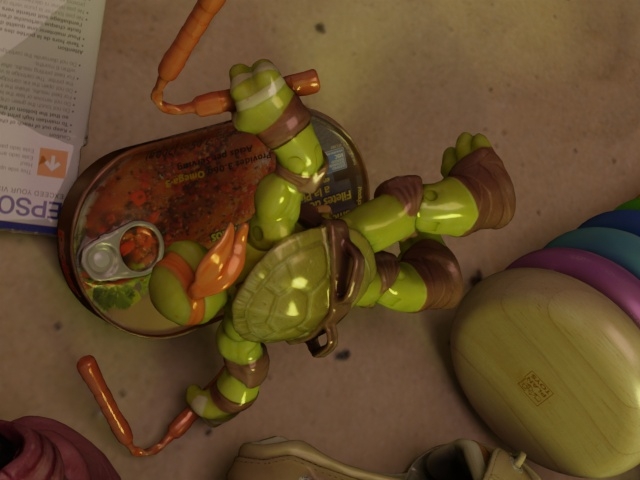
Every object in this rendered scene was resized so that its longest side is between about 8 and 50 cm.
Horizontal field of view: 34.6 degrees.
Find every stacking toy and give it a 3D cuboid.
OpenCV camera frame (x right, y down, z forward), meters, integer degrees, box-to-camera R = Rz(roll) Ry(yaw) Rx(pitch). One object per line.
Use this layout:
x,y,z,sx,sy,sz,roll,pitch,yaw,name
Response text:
0.235,0.012,0.700,0.330,0.141,0.141,-35,93,-37,stacking toy

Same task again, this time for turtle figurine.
0.000,0.000,0.517,0.217,0.269,0.087,-12,38,-36,turtle figurine

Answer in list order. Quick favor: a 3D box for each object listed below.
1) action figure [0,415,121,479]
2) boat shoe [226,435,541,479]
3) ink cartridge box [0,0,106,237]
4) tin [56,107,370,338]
-0.122,0.183,0.361,0.248,0.275,0.370,-39,126,-53,action figure
0.088,0.165,0.580,0.302,0.113,0.103,6,79,-25,boat shoe
-0.223,-0.124,0.522,0.223,0.045,0.224,8,93,-25,ink cartridge box
-0.056,-0.012,0.582,0.189,0.040,0.106,-19,101,-31,tin
